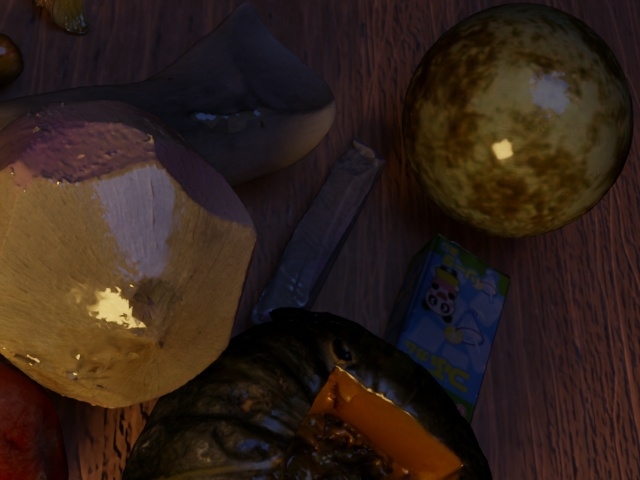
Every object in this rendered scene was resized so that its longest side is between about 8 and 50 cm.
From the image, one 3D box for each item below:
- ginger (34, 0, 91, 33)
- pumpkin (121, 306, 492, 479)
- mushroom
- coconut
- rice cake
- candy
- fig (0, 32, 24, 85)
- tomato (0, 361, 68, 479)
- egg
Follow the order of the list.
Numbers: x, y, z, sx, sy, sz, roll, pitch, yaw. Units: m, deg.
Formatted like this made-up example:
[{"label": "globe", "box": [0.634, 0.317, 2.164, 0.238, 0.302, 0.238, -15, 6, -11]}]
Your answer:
[{"label": "ginger", "box": [-0.279, -0.264, 1.149, 0.137, 0.044, 0.057, 41, 70, 0]}, {"label": "pumpkin", "box": [-0.003, 0.213, 0.932, 0.321, 0.192, 0.320, 14, 60, -25]}, {"label": "mushroom", "box": [-0.181, -0.099, 1.059, 0.397, 0.126, 0.177, -23, 65, -36]}, {"label": "coconut", "box": [-0.163, 0.010, 0.875, 0.227, 0.227, 0.230, 11, 16, -24]}, {"label": "rice cake", "box": [0.000, 0.000, 1.148, 0.055, 0.049, 0.269, 20, 52, 9]}, {"label": "candy", "box": [0.117, 0.097, 1.148, 0.097, 0.062, 0.194, 32, 52, -11]}, {"label": "fig", "box": [-0.318, -0.163, 1.068, 0.083, 0.050, 0.050, -22, 75, -22]}, {"label": "tomato", "box": [-0.234, 0.164, 0.855, 0.155, 0.069, 0.155, -9, 90, -71]}, {"label": "egg", "box": [0.208, -0.133, 1.223, 0.238, 0.238, 0.289, 33, 32, -9]}]
